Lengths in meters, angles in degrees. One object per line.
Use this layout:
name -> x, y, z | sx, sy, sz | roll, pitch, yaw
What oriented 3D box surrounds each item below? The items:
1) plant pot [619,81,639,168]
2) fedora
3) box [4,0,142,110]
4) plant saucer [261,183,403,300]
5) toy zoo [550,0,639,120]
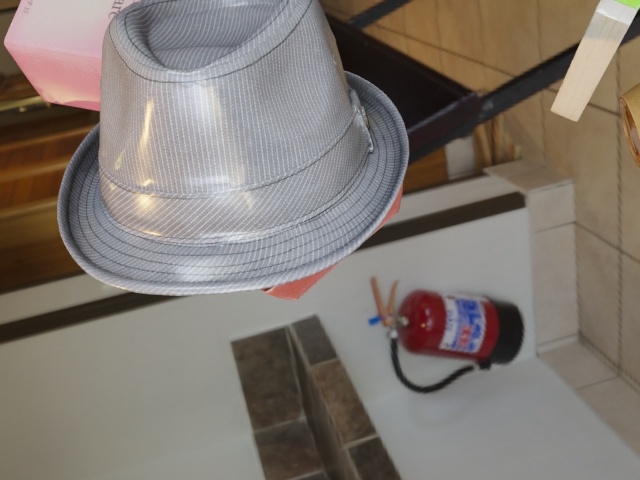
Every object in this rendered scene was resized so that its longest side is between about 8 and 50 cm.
plant pot -> 0.582, -0.197, 1.144 | 0.237, 0.254, 0.237 | -16, -90, -77
fedora -> -0.064, -0.097, 0.526 | 0.275, 0.243, 0.124 | -75, -18, -53
box -> -0.216, -0.235, 0.916 | 0.127, 0.232, 0.149 | 81, -159, -68
plant saucer -> 0.000, 0.000, 1.213 | 0.048, 0.259, 0.258 | 52, 169, -12
toy zoo -> 0.291, -0.269, 0.690 | 0.293, 0.030, 0.192 | -62, -11, -10
